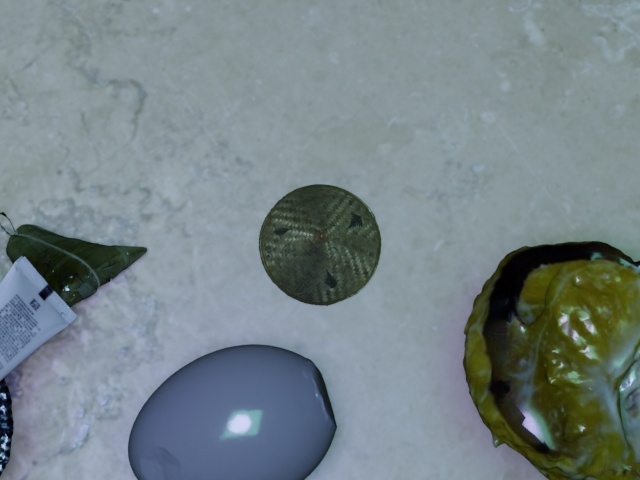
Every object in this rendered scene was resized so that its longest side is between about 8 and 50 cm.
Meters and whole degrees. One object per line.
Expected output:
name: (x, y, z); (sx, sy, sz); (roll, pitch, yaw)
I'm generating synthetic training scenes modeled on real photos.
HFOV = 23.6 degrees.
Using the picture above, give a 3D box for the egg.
egg: (-0.100, 0.208, 1.691); (0.231, 0.176, 0.176); (-17, 82, -2)

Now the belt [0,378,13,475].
belt: (-0.451, 0.181, 1.695); (0.207, 0.150, 0.257); (-24, 87, -20)

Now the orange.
orange: (0.327, 0.166, 1.686); (0.368, 0.210, 0.271); (19, 58, 0)

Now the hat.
hat: (0.000, 0.000, 1.780); (0.146, 0.067, 0.146); (0, 82, -1)

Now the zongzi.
zongzi: (-0.298, -0.001, 1.794); (0.130, 0.062, 0.154); (-37, 67, -27)

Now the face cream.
face cream: (-0.368, 0.126, 1.631); (0.092, 0.058, 0.244); (50, 57, -12)
